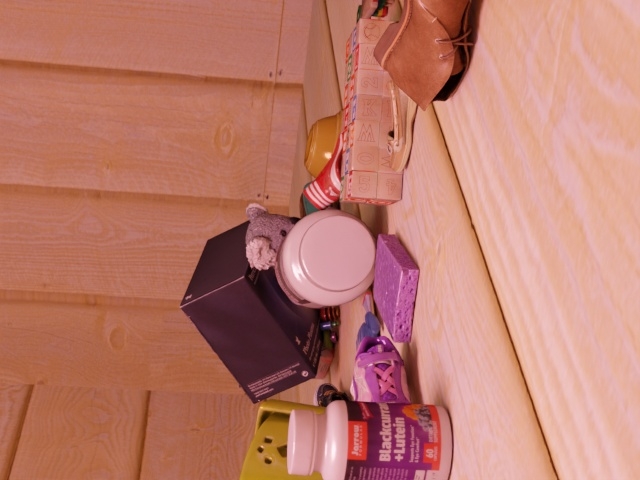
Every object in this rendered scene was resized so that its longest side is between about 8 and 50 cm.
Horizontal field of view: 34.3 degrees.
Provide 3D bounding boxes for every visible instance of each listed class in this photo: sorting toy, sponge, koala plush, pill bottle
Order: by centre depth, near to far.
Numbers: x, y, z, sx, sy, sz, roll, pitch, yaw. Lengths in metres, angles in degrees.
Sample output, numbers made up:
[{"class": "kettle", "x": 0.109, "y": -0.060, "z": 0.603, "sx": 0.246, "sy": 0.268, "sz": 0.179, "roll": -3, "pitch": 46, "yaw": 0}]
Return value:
[{"class": "pill bottle", "x": 0.058, "y": 0.254, "z": 1.289, "sx": 0.108, "sy": 0.193, "sz": 0.108, "roll": -177, "pitch": 90, "yaw": -83}, {"class": "sponge", "x": 0.116, "y": 0.071, "z": 1.626, "sx": 0.210, "sy": 0.031, "sz": 0.117, "roll": -112, "pitch": 26, "yaw": -74}, {"class": "pill bottle", "x": 0.012, "y": 0.036, "z": 1.920, "sx": 0.318, "sy": 0.176, "sz": 0.176, "roll": 144, "pitch": 130, "yaw": -82}, {"class": "sorting toy", "x": 0.112, "y": -0.485, "z": 1.930, "sx": 0.274, "sy": 0.046, "sz": 0.132, "roll": 169, "pitch": 105, "yaw": -84}, {"class": "koala plush", "x": -0.067, "y": 0.019, "z": 2.169, "sx": 0.203, "sy": 0.221, "sz": 0.196, "roll": -44, "pitch": 32, "yaw": 31}, {"class": "sorting toy", "x": 0.027, "y": 0.193, "z": 2.344, "sx": 0.061, "sy": 0.042, "sz": 0.102, "roll": 25, "pitch": -124, "yaw": -73}]

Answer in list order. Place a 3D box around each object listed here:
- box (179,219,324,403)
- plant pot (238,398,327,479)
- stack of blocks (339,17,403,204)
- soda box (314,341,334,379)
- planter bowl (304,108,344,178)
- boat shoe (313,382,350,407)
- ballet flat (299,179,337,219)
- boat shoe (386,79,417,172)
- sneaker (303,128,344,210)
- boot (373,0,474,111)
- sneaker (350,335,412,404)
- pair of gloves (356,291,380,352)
[{"class": "box", "x": -0.135, "y": 0.146, "z": 2.320, "sx": 0.294, "sy": 0.182, "sz": 0.296, "roll": 55, "pitch": -158, "yaw": -22}, {"class": "plant pot", "x": -0.036, "y": 0.436, "z": 1.961, "sx": 0.228, "sy": 0.227, "sz": 0.207, "roll": 100, "pitch": 178, "yaw": -49}, {"class": "stack of blocks", "x": 0.089, "y": -0.212, "z": 1.778, "sx": 0.171, "sy": 0.087, "sz": 0.297, "roll": 157, "pitch": 116, "yaw": -83}, {"class": "soda box", "x": -0.010, "y": 0.280, "z": 2.487, "sx": 0.183, "sy": 0.063, "sz": 0.058, "roll": 107, "pitch": 165, "yaw": -64}, {"class": "planter bowl", "x": 0.016, "y": -0.204, "z": 2.318, "sx": 0.217, "sy": 0.090, "sz": 0.217, "roll": -170, "pitch": 90, "yaw": -81}, {"class": "boat shoe", "x": 0.030, "y": 0.333, "z": 2.141, "sx": 0.183, "sy": 0.065, "sz": 0.083, "roll": -103, "pitch": 27, "yaw": -62}, {"class": "ballet flat", "x": 0.000, "y": 0.000, "z": 2.444, "sx": 0.342, "sy": 0.116, "sz": 0.124, "roll": -93, "pitch": -11, "yaw": -51}, {"class": "boat shoe", "x": 0.122, "y": -0.181, "z": 1.645, "sx": 0.056, "sy": 0.048, "sz": 0.153, "roll": -96, "pitch": 12, "yaw": -58}, {"class": "sneaker", "x": 0.025, "y": -0.139, "z": 1.944, "sx": 0.128, "sy": 0.087, "sz": 0.221, "roll": -35, "pitch": 15, "yaw": 34}, {"class": "boot", "x": 0.161, "y": -0.273, "z": 1.279, "sx": 0.115, "sy": 0.112, "sz": 0.305, "roll": 60, "pitch": 158, "yaw": 16}, {"class": "sneaker", "x": 0.087, "y": 0.208, "z": 1.480, "sx": 0.236, "sy": 0.095, "sz": 0.105, "roll": -103, "pitch": 14, "yaw": -71}, {"class": "pair of gloves", "x": 0.086, "y": 0.192, "z": 1.866, "sx": 0.198, "sy": 0.023, "sz": 0.159, "roll": 100, "pitch": 169, "yaw": -51}]
